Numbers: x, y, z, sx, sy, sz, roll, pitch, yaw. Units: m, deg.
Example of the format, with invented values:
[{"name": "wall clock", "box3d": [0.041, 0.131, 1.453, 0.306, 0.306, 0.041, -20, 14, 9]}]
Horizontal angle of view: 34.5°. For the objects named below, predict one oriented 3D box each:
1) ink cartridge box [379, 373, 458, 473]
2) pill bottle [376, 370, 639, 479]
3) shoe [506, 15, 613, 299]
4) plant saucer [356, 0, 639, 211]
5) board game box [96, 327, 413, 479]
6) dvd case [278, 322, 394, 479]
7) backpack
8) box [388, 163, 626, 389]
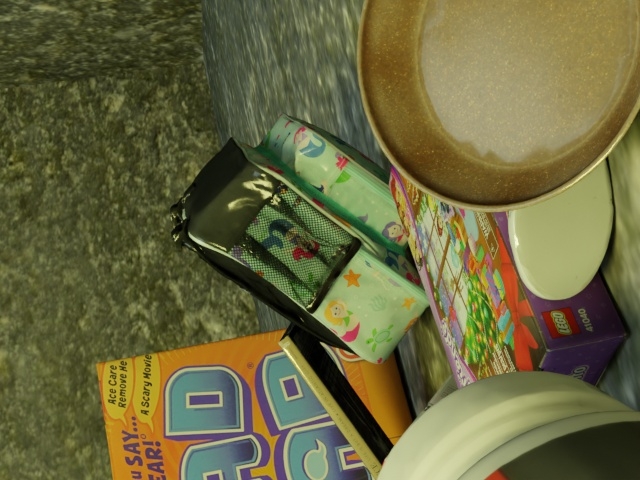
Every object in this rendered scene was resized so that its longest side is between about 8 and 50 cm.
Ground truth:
[{"name": "ink cartridge box", "box3d": [0.094, 0.194, 0.835, 0.150, 0.063, 0.109, -35, -36, -56]}, {"name": "pill bottle", "box3d": [0.142, 0.192, 0.402, 0.363, 0.210, 0.210, -134, 36, -73]}, {"name": "shoe", "box3d": [0.137, -0.053, 0.652, 0.081, 0.063, 0.178, -170, 77, -81]}, {"name": "plant saucer", "box3d": [0.107, -0.115, 0.590, 0.198, 0.036, 0.199, 1, 91, 41]}, {"name": "board game box", "box3d": [-0.067, 0.346, 1.320, 0.356, 0.356, 0.356, 100, 158, -63]}, {"name": "dvd case", "box3d": [0.032, 0.181, 1.070, 0.221, 0.018, 0.164, 54, -176, 0]}, {"name": "backpack", "box3d": [0.000, 0.000, 1.040, 0.253, 0.191, 0.225, 43, -178, -17]}, {"name": "box", "box3d": [0.124, 0.004, 0.781, 0.201, 0.057, 0.293, 93, 164, -54]}]
